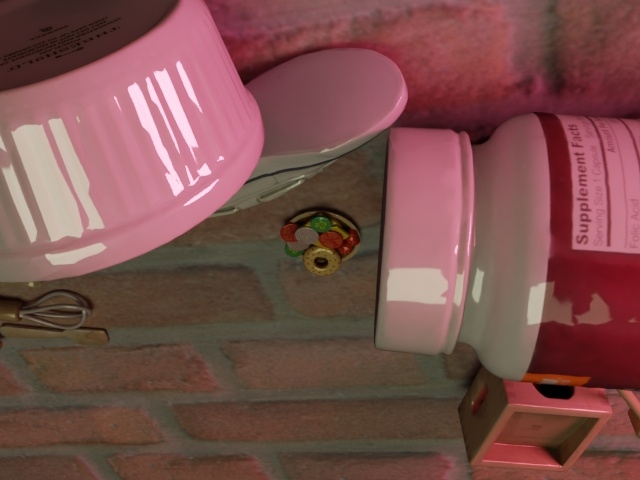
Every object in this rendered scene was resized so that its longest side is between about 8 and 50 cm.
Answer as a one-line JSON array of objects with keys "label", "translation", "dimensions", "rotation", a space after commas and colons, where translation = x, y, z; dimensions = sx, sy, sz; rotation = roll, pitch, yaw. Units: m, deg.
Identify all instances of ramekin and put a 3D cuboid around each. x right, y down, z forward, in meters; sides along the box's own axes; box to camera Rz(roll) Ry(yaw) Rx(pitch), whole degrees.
[{"label": "ramekin", "translation": [-0.185, -0.102, 0.631], "dimensions": [0.273, 0.273, 0.127], "rotation": [-4, 126, 14]}]

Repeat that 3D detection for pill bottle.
[{"label": "pill bottle", "translation": [0.245, 0.012, 0.697], "dimensions": [0.392, 0.224, 0.224], "rotation": [4, 137, 4]}]

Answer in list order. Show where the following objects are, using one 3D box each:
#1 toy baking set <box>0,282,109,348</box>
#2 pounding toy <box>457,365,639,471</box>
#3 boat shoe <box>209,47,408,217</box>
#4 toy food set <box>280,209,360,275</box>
[{"label": "toy baking set", "translation": [-0.390, 0.078, 1.024], "dimensions": [0.197, 0.030, 0.256], "rotation": [-19, 131, 27]}, {"label": "pounding toy", "translation": [0.291, 0.181, 0.982], "dimensions": [0.206, 0.094, 0.181], "rotation": [7, 133, -11]}, {"label": "boat shoe", "translation": [-0.041, -0.082, 0.754], "dimensions": [0.267, 0.096, 0.088], "rotation": [-26, 159, 16]}, {"label": "toy food set", "translation": [0.000, 0.000, 0.881], "dimensions": [0.082, 0.020, 0.083], "rotation": [35, 132, -25]}]
